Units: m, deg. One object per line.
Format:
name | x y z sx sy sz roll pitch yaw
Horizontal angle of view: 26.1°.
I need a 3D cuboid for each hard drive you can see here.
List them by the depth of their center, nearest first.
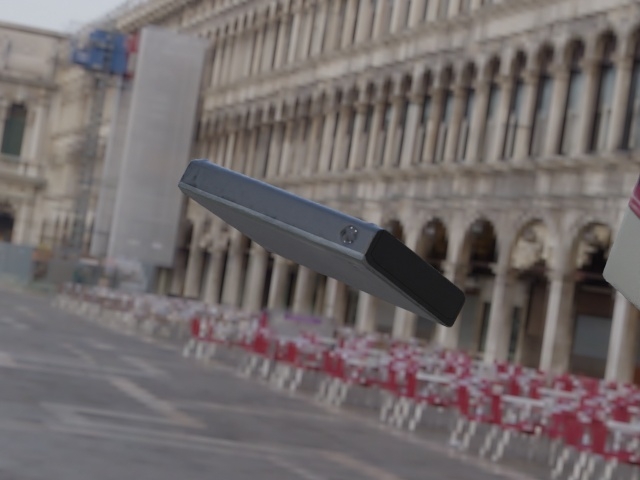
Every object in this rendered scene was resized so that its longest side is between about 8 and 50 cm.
hard drive | 0.000 0.000 0.722 0.135 0.022 0.094 22 -9 40

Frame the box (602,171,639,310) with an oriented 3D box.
box | 0.225 -0.051 0.511 0.126 0.232 0.148 4 24 -25
